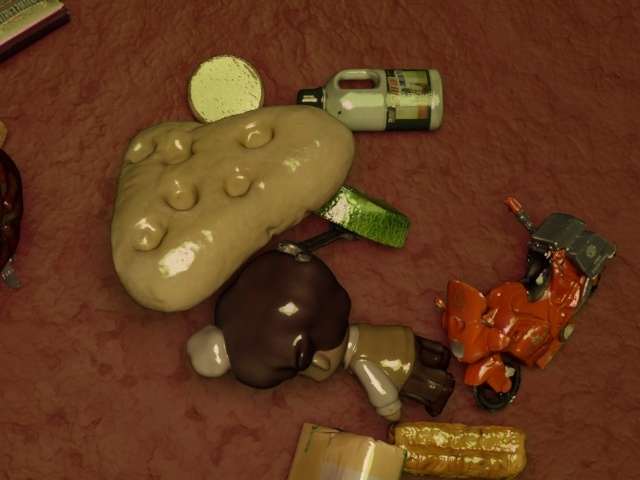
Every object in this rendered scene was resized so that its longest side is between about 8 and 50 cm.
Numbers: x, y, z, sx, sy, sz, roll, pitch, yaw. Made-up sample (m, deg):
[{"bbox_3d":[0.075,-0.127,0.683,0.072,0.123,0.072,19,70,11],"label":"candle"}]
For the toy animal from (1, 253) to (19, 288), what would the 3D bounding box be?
[{"bbox_3d":[-0.481,0.035,1.732,0.050,0.028,0.084,-12,82,-16],"label":"toy animal"}]

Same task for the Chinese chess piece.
[{"bbox_3d":[-0.147,-0.227,1.794,0.122,0.051,0.122,1,84,-6],"label":"Chinese chess piece"}]

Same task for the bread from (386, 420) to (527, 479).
[{"bbox_3d":[0.200,0.312,1.723,0.210,0.114,0.083,5,84,-3],"label":"bread"}]

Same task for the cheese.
[{"bbox_3d":[-0.132,-0.042,1.627,0.350,0.130,0.328,-4,46,14],"label":"cheese"}]

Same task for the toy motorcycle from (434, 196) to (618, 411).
[{"bbox_3d":[0.303,0.087,1.745,0.326,0.147,0.221,-50,122,-13],"label":"toy motorcycle"}]

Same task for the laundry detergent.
[{"bbox_3d":[0.076,-0.219,1.807,0.225,0.070,0.099,-1,90,-5],"label":"laundry detergent"}]

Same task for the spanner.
[{"bbox_3d":[0.000,0.000,1.684,0.054,0.254,0.015,23,105,15],"label":"spanner"}]

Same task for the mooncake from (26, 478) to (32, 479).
[{"bbox_3d":[-0.438,0.426,1.660,0.130,0.073,0.125,-33,88,-8],"label":"mooncake"}]

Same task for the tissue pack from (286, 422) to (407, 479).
[{"bbox_3d":[0.019,0.383,1.659,0.090,0.186,0.222,26,77,-33],"label":"tissue pack"}]

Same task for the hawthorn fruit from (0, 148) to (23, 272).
[{"bbox_3d":[-0.580,-0.038,1.627,0.300,0.254,0.254,5,81,8],"label":"hawthorn fruit"}]

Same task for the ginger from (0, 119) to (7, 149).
[{"bbox_3d":[-0.534,-0.132,1.746,0.137,0.044,0.057,-27,67,-11],"label":"ginger"}]

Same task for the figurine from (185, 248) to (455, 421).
[{"bbox_3d":[0.008,0.153,1.699,0.365,0.206,0.218,33,44,-24],"label":"figurine"}]

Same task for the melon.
[{"bbox_3d":[0.040,-0.057,1.762,0.209,0.118,0.064,25,98,-14],"label":"melon"}]

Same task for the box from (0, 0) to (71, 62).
[{"bbox_3d":[-0.506,-0.332,1.764,0.224,0.069,0.120,-33,86,-11],"label":"box"}]
